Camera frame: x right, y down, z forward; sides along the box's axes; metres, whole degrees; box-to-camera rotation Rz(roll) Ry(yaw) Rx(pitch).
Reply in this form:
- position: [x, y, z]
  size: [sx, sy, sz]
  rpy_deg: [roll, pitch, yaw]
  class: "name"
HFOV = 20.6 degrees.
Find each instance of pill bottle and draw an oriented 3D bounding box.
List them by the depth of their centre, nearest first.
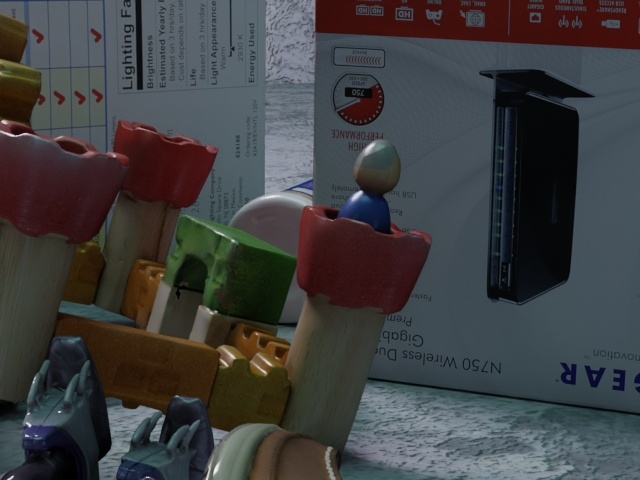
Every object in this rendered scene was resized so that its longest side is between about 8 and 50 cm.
- position: [0.000, 0.000, 1.538]
  size: [0.112, 0.112, 0.187]
  rpy_deg: [5, 13, 22]
  class: "pill bottle"

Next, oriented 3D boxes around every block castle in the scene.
- position: [-0.154, -0.029, 1.227]
  size: [0.303, 0.213, 0.453]
  rpy_deg: [14, 5, -27]
  class: "block castle"

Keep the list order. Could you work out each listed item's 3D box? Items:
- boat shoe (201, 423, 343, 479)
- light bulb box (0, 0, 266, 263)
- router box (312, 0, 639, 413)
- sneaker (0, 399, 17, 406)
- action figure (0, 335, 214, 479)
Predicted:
- position: [-0.005, 0.170, 0.719]
  size: [0.116, 0.123, 0.324]
  rpy_deg: [8, 18, 2]
  class: "boat shoe"
- position: [-0.254, -0.150, 1.644]
  size: [0.361, 0.358, 0.225]
  rpy_deg: [-7, 12, -40]
  class: "light bulb box"
- position: [0.162, -0.039, 1.270]
  size: [0.335, 0.301, 0.082]
  rpy_deg: [5, 12, 23]
  class: "router box"
- position: [-0.240, 0.089, 1.211]
  size: [0.076, 0.065, 0.166]
  rpy_deg: [11, 16, 26]
  class: "sneaker"
- position: [-0.141, 0.142, 0.869]
  size: [0.185, 0.099, 0.285]
  rpy_deg: [12, 17, 9]
  class: "action figure"
